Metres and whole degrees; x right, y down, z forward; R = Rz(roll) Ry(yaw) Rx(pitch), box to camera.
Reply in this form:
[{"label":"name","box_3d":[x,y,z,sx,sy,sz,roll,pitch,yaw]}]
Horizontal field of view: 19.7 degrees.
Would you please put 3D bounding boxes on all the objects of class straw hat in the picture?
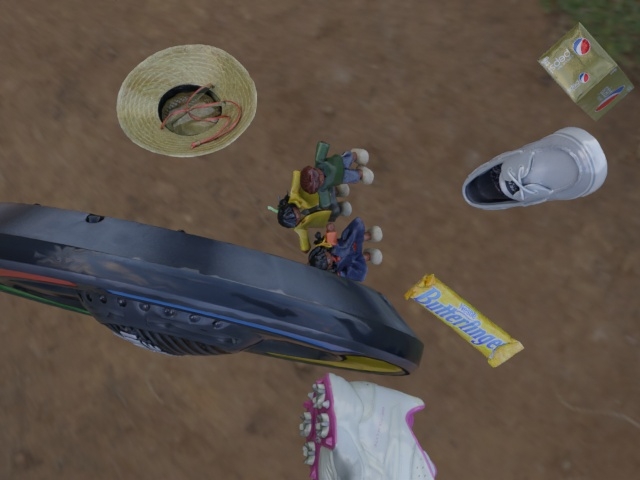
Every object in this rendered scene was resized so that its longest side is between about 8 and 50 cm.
[{"label":"straw hat","box_3d":[-0.126,-0.120,1.816,0.144,0.144,0.061,-29,147,-9]}]

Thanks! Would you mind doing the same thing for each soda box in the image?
[{"label":"soda box","box_3d":[0.276,-0.172,1.901,0.058,0.181,0.061,-42,78,10]}]

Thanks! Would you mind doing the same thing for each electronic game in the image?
[{"label":"electronic game","box_3d":[-0.066,0.028,0.833,0.229,0.229,0.048,15,83,-18]}]

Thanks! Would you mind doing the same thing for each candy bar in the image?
[{"label":"candy bar","box_3d":[0.144,0.080,1.861,0.040,0.018,0.161,-36,130,21]}]

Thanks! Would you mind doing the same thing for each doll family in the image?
[{"label":"doll family","box_3d":[0.000,0.000,1.790,0.111,0.076,0.193,-20,101,-52]}]

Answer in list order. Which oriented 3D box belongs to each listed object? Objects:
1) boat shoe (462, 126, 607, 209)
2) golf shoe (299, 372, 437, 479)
[{"label":"boat shoe","box_3d":[0.190,-0.060,1.673,0.063,0.184,0.066,-27,102,-25]},{"label":"golf shoe","box_3d":[0.066,0.276,1.890,0.140,0.115,0.306,5,59,-21]}]
